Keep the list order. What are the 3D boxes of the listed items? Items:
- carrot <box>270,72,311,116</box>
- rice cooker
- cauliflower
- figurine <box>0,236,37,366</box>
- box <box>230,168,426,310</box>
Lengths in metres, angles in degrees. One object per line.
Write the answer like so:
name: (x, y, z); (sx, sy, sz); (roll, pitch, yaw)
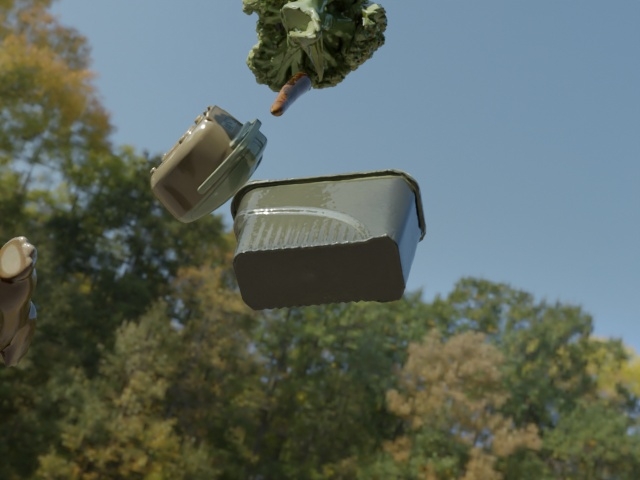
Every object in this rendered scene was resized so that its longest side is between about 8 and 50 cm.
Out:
carrot: (-0.055, -0.240, 1.791); (0.037, 0.190, 0.037); (7, -62, 13)
rice cooker: (-0.176, -0.118, 1.657); (0.127, 0.145, 0.206); (37, -57, -10)
cauliflower: (-0.025, -0.436, 2.048); (0.260, 0.327, 0.281); (35, 5, 26)
figurine: (-0.453, 0.078, 1.311); (0.173, 0.177, 0.247); (34, -25, 8)
box: (0.000, 0.000, 1.452); (0.274, 0.178, 0.138); (-7, -62, 13)
